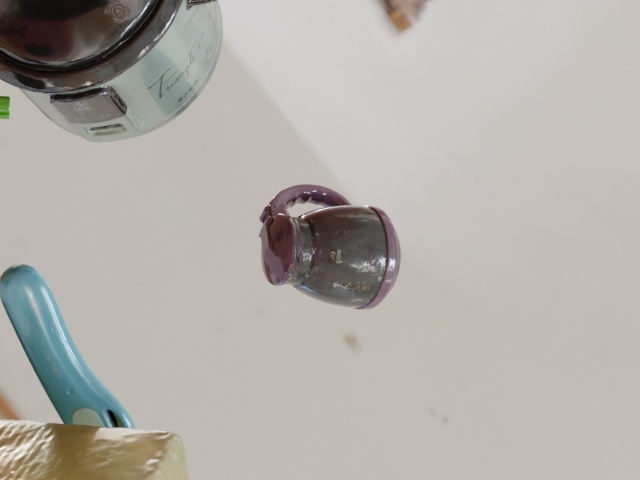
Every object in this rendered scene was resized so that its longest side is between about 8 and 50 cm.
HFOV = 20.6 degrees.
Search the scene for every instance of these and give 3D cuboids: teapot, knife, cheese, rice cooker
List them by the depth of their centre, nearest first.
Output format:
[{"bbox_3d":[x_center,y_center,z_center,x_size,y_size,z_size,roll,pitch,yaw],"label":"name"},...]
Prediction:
[{"bbox_3d":[-0.255,0.258,1.485,0.243,0.123,0.265,-1,-158,12],"label":"cheese"},{"bbox_3d":[-0.233,0.117,1.627,0.064,0.222,0.031,-19,-160,21],"label":"knife"},{"bbox_3d":[-0.228,-0.234,1.767,0.281,0.241,0.227,-3,160,13],"label":"rice cooker"},{"bbox_3d":[0.005,0.000,1.927,0.146,0.148,0.116,5,164,-29],"label":"teapot"}]

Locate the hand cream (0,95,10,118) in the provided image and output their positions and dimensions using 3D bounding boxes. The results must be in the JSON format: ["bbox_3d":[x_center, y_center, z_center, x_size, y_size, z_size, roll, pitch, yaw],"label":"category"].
[{"bbox_3d":[-0.352,-0.125,1.643,0.023,0.122,0.036,101,-15,-46],"label":"hand cream"}]
